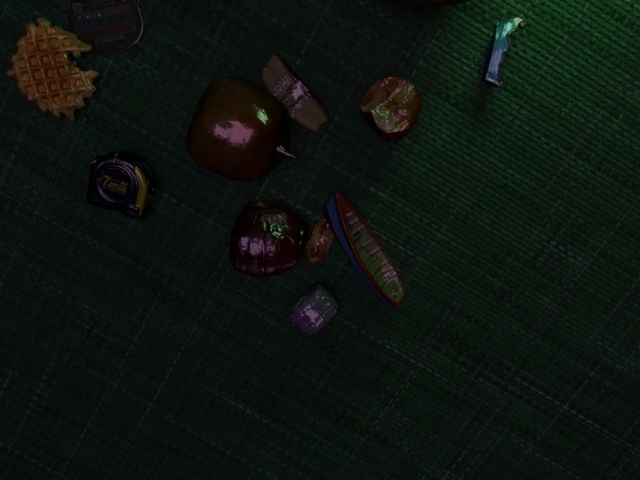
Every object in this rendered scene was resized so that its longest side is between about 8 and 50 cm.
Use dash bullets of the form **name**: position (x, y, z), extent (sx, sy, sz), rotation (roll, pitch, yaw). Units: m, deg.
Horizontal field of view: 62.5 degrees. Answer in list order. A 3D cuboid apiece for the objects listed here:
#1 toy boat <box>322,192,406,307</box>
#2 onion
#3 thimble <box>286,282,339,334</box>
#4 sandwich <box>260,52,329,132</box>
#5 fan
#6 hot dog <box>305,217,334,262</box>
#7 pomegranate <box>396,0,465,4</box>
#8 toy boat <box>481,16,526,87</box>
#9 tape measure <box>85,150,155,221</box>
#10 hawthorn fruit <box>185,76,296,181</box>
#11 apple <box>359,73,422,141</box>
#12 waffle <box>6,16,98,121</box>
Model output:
- **toy boat**: position (0.128, 0.033, 1.566), extent (0.079, 0.136, 0.392), rotation (-23, 108, 41)
- **onion**: position (-0.149, 0.010, 1.536), extent (0.206, 0.207, 0.216), rotation (8, 110, 5)
- **thimble**: position (-0.022, 0.208, 1.601), extent (0.150, 0.150, 0.098), rotation (-41, 97, 12)
- **sandwich**: position (-0.078, -0.410, 1.482), extent (0.090, 0.088, 0.244), rotation (-41, 98, 16)
- **fan**: position (-0.647, -0.659, 1.502), extent (0.223, 0.012, 0.294), rotation (-36, 98, 13)
- **hot dog**: position (0.001, 0.001, 1.591), extent (0.078, 0.061, 0.168), rotation (22, 104, -2)
- **pomegranate**: position (0.269, -0.759, 1.224), extent (0.417, 0.416, 0.416), rotation (1, 104, 4)
- **toy boat**: position (0.496, -0.508, 1.424), extent (0.077, 0.075, 0.185), rotation (11, 100, 4)
- **tape measure**: position (-0.583, -0.172, 1.567), extent (0.199, 0.112, 0.186), rotation (18, 111, -6)
- **hawthorn fruit**: position (-0.204, -0.285, 1.437), extent (0.301, 0.268, 0.267), rotation (29, 104, -3)
- **apple**: position (0.199, -0.366, 1.449), extent (0.158, 0.147, 0.156), rotation (-44, 65, 3)
- **waffle**: position (-0.771, -0.488, 1.526), extent (0.261, 0.056, 0.250), rotation (34, 106, -5)
